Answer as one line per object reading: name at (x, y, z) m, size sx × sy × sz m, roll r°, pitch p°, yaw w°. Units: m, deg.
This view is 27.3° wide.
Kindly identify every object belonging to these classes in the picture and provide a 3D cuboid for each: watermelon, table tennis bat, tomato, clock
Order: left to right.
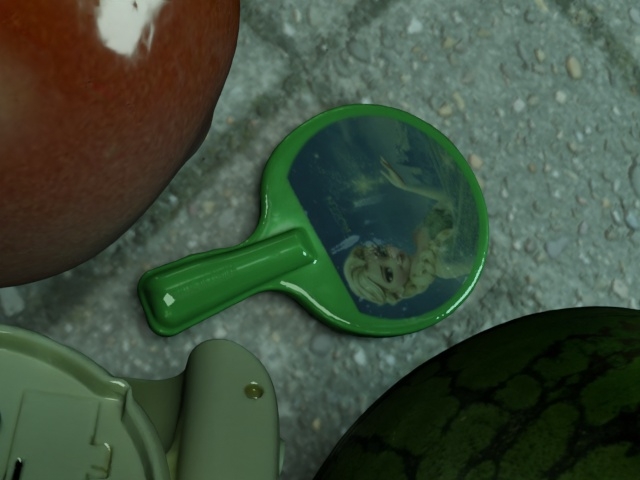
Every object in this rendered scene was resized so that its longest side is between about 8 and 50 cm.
tomato at (-0.196, -0.114, 0.672) m, size 0.322 × 0.321 × 0.321 m, roll 4°, pitch 76°, yaw -18°
clock at (-0.184, 0.153, 0.658) m, size 0.324 × 0.108 × 0.265 m, roll 8°, pitch 44°, yaw -8°
table tennis bat at (0.000, 0.000, 0.859) m, size 0.257 × 0.039 × 0.160 m, roll -22°, pitch 83°, yaw -25°
watermelon at (0.137, 0.209, 0.701) m, size 0.363 × 0.363 × 0.363 m, roll 4°, pitch 76°, yaw -18°
